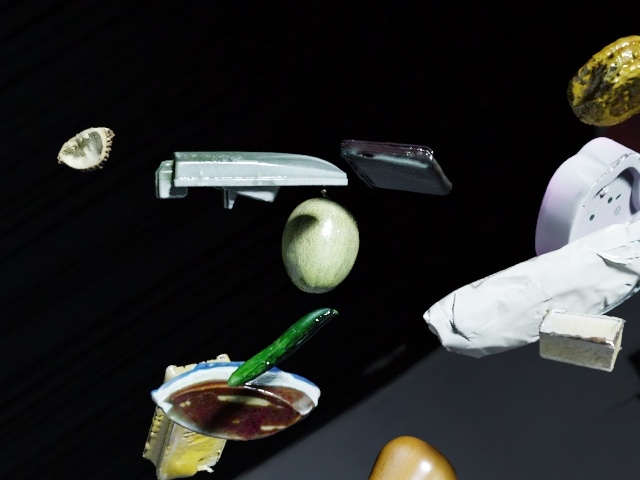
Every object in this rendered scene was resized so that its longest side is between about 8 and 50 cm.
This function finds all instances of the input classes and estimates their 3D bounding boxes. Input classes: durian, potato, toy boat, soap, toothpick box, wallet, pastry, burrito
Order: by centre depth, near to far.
[{"bbox_3d":[0.391,0.148,1.577,0.122,0.086,0.061,8,-61,27],"label":"potato"},{"bbox_3d":[-0.130,0.238,1.623,0.115,0.262,0.114,-98,-166,-70],"label":"toy boat"},{"bbox_3d":[0.388,0.077,1.693,0.139,0.445,0.101,60,12,-23],"label":"burrito"},{"bbox_3d":[-0.110,-0.099,1.716,0.141,0.319,0.092,-167,-104,-76],"label":"toy boat"},{"bbox_3d":[0.110,0.493,1.817,0.192,0.294,0.192,27,-35,21],"label":"toothpick box"},{"bbox_3d":[-0.227,0.321,1.876,0.076,0.135,0.233,45,-50,37],"label":"soap"},{"bbox_3d":[-0.421,-0.160,1.902,0.066,0.130,0.052,29,41,-46],"label":"durian"},{"bbox_3d":[0.142,-0.130,1.902,0.318,0.172,0.045,28,70,-74],"label":"wallet"},{"bbox_3d":[0.674,-0.368,2.414,0.132,0.235,0.240,62,-32,28],"label":"pastry"}]

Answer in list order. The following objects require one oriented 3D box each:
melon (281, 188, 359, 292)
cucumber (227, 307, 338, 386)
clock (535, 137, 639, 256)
[{"bbox_3d":[0.000,0.000,1.886,0.139,0.139,0.192,78,18,-73],"label":"melon"},{"bbox_3d":[-0.054,0.151,1.472,0.033,0.184,0.036,47,-14,24],"label":"cucumber"},{"bbox_3d":[0.660,-0.071,2.515,0.102,0.338,0.338,34,-20,40],"label":"clock"}]
